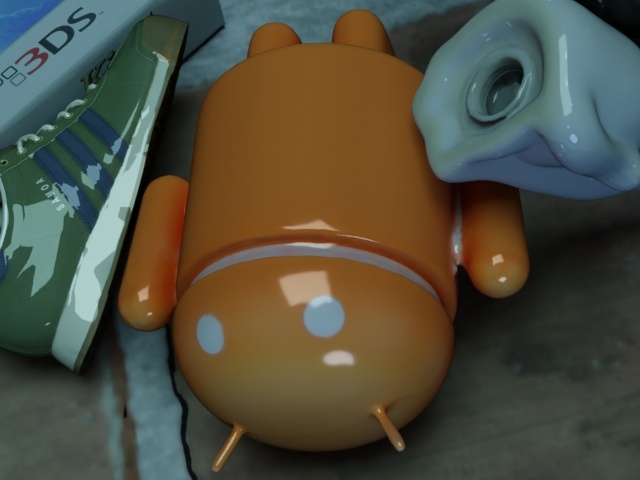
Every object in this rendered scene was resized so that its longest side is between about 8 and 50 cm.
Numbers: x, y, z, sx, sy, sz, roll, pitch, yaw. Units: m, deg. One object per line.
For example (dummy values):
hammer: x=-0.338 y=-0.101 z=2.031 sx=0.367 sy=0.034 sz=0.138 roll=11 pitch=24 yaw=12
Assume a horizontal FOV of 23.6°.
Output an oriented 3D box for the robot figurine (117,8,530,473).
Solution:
robot figurine: x=0.002 y=0.000 z=0.692 sx=0.158 sy=0.128 sz=0.219 roll=15 pitch=56 yaw=-17

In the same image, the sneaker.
sneaker: x=-0.129 y=-0.035 z=0.754 sx=0.086 sy=0.064 sz=0.192 roll=16 pitch=70 yaw=-3

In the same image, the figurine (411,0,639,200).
figurine: x=0.134 y=-0.094 z=0.715 sx=0.092 sy=0.209 sz=0.215 roll=-42 pitch=49 yaw=36

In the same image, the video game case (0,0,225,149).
video game case: x=-0.233 y=-0.125 z=0.855 sx=0.269 sy=0.061 sz=0.244 roll=36 pitch=68 yaw=28
